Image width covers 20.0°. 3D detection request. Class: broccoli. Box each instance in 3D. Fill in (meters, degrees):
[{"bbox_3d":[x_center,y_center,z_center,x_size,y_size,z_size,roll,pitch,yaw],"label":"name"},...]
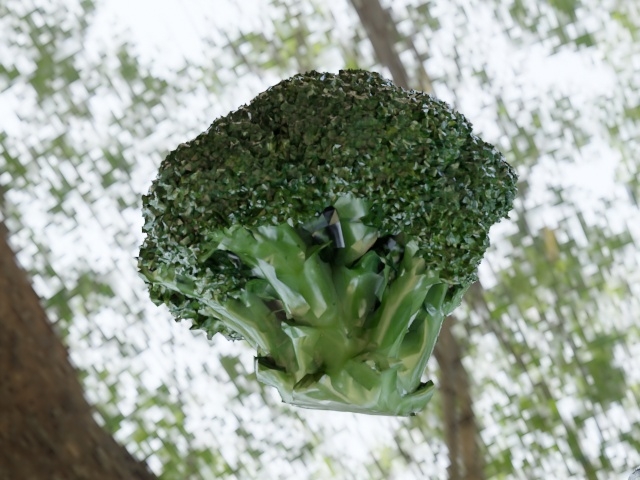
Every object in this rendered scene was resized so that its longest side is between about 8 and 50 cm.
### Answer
[{"bbox_3d":[0.000,0.000,0.835,0.195,0.195,0.156,1,-96,31],"label":"broccoli"}]

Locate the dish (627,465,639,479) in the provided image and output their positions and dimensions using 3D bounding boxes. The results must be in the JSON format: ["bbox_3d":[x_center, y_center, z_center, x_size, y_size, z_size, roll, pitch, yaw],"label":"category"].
[{"bbox_3d":[0.236,0.178,1.131,0.078,0.246,0.224,2,-179,-8],"label":"dish"}]
